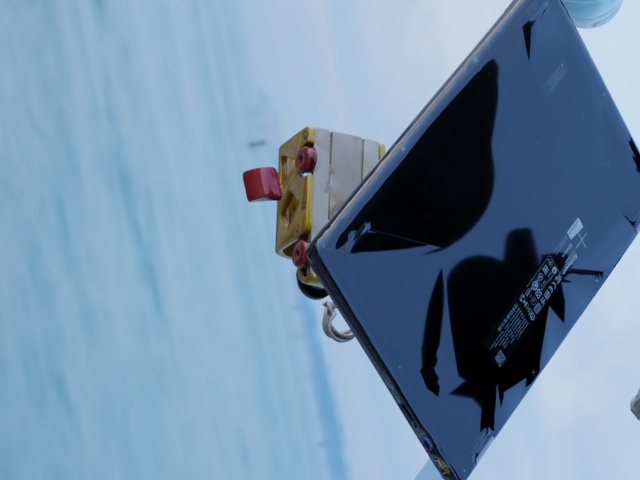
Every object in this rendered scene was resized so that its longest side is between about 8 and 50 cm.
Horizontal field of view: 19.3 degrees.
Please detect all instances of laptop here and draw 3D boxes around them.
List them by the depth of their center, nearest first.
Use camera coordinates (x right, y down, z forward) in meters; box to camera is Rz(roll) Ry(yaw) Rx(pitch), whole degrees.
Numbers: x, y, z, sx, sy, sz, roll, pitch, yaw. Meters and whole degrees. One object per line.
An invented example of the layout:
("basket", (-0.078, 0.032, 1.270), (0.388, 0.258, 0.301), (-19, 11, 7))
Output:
("laptop", (0.112, 0.040, 1.707), (0.382, 0.236, 0.408), (-51, 122, -33))

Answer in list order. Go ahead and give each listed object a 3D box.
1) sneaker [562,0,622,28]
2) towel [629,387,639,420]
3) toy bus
("sneaker", (0.239, -0.417, 2.368), (0.366, 0.135, 0.150), (34, -13, 6))
("towel", (0.416, 0.085, 1.921), (0.049, 0.187, 0.282), (41, 23, 15))
("toy bus", (0.005, -0.010, 1.884), (0.191, 0.202, 0.104), (53, -33, -3))
